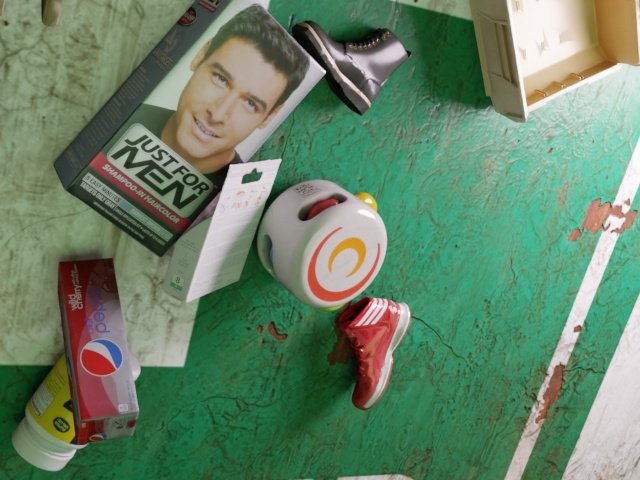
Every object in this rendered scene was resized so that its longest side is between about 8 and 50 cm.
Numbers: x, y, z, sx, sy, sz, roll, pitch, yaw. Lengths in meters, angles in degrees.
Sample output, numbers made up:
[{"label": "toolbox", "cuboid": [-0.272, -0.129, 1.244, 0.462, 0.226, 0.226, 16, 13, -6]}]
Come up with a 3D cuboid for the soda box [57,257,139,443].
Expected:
[{"label": "soda box", "cuboid": [-0.333, 0.158, 1.252, 0.084, 0.263, 0.092, -5, 146, -22]}]

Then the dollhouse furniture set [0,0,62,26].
[{"label": "dollhouse furniture set", "cuboid": [-0.425, -0.379, 0.860, 0.362, 0.394, 0.256, 8, 120, -28]}]

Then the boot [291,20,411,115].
[{"label": "boot", "cuboid": [0.051, -0.310, 1.337, 0.137, 0.077, 0.198, -48, 138, -3]}]

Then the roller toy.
[{"label": "roller toy", "cuboid": [0.000, 0.000, 1.411, 0.191, 0.146, 0.209, 24, 100, -44]}]

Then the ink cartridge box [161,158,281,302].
[{"label": "ink cartridge box", "cuboid": [-0.152, -0.027, 1.317, 0.181, 0.056, 0.224, -21, 132, -67]}]

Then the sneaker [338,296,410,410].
[{"label": "sneaker", "cuboid": [0.073, 0.205, 1.599, 0.128, 0.087, 0.221, 18, 93, -23]}]

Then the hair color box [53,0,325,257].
[{"label": "hair color box", "cuboid": [-0.192, -0.180, 1.249, 0.374, 0.113, 0.185, -49, 125, 2]}]

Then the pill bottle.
[{"label": "pill bottle", "cuboid": [-0.395, 0.258, 1.361, 0.119, 0.119, 0.208, 33, 97, -34]}]

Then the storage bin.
[{"label": "storage bin", "cuboid": [0.407, -0.365, 1.445, 0.262, 0.123, 0.260, -26, 122, -13]}]
